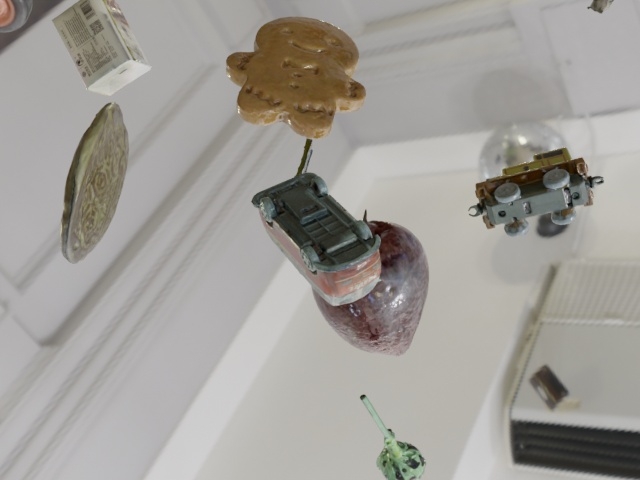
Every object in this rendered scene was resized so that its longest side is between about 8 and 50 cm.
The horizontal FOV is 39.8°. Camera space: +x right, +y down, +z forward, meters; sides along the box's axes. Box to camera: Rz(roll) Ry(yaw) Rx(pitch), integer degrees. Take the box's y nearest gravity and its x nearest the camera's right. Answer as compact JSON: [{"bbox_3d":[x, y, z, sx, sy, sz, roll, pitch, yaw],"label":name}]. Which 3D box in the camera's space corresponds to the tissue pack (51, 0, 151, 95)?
[{"bbox_3d":[-0.395,-0.355,1.604,0.106,0.148,0.099,-30,172,15],"label":"tissue pack"}]

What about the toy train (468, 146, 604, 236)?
[{"bbox_3d":[0.349,-0.084,1.451,0.220,0.089,0.127,-15,-148,13],"label":"toy train"}]

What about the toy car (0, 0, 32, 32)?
[{"bbox_3d":[-0.371,-0.295,0.825,0.271,0.212,0.180,-22,-139,33],"label":"toy car"}]

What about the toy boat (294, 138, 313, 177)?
[{"bbox_3d":[-0.037,-0.151,1.831,0.016,0.063,0.115,15,-109,5],"label":"toy boat"}]

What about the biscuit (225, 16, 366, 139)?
[{"bbox_3d":[-0.039,-0.330,1.710,0.275,0.052,0.354,17,-134,2],"label":"biscuit"}]

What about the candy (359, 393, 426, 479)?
[{"bbox_3d":[0.116,0.359,1.608,0.091,0.305,0.083,0,-129,27],"label":"candy"}]

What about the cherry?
[{"bbox_3d":[0.100,0.091,1.711,0.230,0.300,0.203,-28,-162,-36],"label":"cherry"}]

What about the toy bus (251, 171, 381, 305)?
[{"bbox_3d":[0.000,0.000,1.404,0.121,0.119,0.265,-25,-141,-17],"label":"toy bus"}]

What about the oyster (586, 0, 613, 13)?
[{"bbox_3d":[0.482,-0.535,1.556,0.101,0.270,0.275,-3,-171,11],"label":"oyster"}]

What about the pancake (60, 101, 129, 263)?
[{"bbox_3d":[-0.334,-0.085,1.318,0.031,0.250,0.250,16,-137,1],"label":"pancake"}]
